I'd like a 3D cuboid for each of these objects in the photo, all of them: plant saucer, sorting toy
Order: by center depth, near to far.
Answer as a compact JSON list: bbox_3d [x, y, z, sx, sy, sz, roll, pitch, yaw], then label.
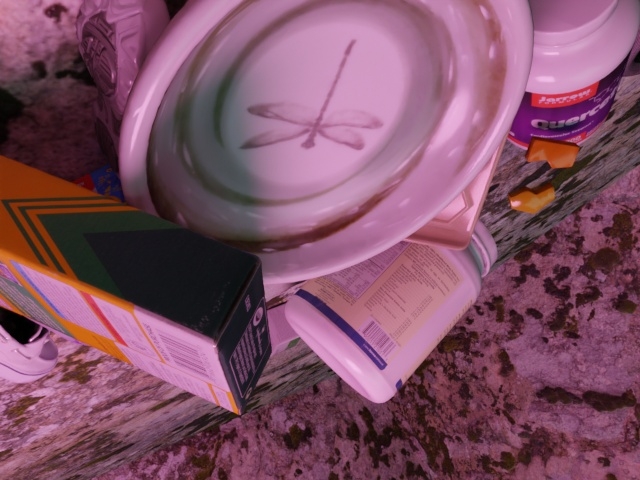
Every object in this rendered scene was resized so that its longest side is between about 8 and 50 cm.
[{"bbox_3d":[0.007,-0.116,0.515,0.400,0.100,0.400,-19,146,-13],"label":"plant saucer"},{"bbox_3d":[0.188,-0.097,0.761,0.307,0.041,0.229,10,120,1],"label":"sorting toy"}]

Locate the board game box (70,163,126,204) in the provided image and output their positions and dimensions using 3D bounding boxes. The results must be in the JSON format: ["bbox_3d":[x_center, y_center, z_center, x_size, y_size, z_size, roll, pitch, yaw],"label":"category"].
[{"bbox_3d":[-0.135,-0.041,0.736,0.302,0.086,0.308,-28,160,-6],"label":"board game box"}]

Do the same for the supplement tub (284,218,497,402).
[{"bbox_3d":[0.124,0.085,0.908,0.325,0.235,0.235,-45,163,-14],"label":"supplement tub"}]

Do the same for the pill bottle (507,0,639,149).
[{"bbox_3d":[0.319,-0.252,0.720,0.181,0.181,0.323,-35,159,12],"label":"pill bottle"}]

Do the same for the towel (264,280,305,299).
[{"bbox_3d":[-0.085,0.031,0.794,0.248,0.038,0.325,-25,160,-15],"label":"towel"}]

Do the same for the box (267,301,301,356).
[{"bbox_3d":[-0.109,0.237,1.402,0.087,0.102,0.101,-18,158,-25],"label":"box"}]

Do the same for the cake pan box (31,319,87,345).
[{"bbox_3d":[-0.262,0.116,0.758,0.246,0.070,0.267,12,158,-5],"label":"cake pan box"}]

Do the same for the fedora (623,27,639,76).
[{"bbox_3d":[0.523,-0.374,0.792,0.275,0.124,0.243,-21,158,-33],"label":"fedora"}]

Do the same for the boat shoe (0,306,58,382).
[{"bbox_3d":[-0.428,0.136,0.742,0.084,0.095,0.258,-23,160,-6],"label":"boat shoe"}]

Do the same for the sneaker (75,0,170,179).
[{"bbox_3d":[-0.151,-0.148,0.489,0.115,0.090,0.232,-28,169,-28],"label":"sneaker"}]

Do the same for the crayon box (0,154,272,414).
[{"bbox_3d":[-0.209,0.039,0.494,0.203,0.323,0.083,95,18,-58],"label":"crayon box"}]
